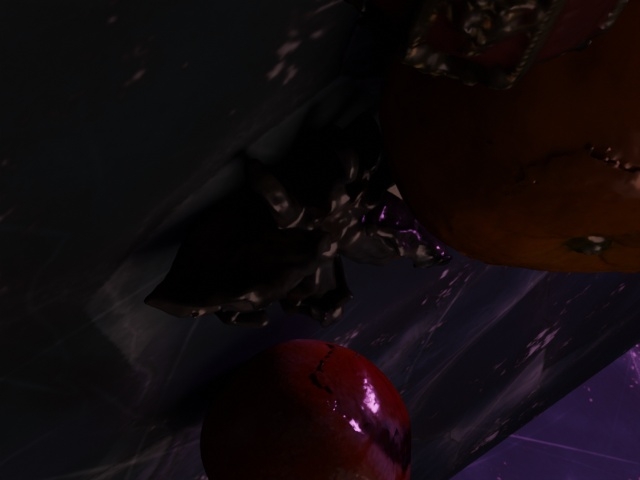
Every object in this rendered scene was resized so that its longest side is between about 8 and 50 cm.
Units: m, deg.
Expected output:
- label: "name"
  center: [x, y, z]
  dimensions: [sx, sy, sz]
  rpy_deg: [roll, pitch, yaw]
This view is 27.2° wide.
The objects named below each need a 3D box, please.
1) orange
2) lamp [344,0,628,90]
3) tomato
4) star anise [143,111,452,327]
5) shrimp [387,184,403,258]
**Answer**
- label: "orange"
  center: [0.178, -0.096, 0.898]
  dimensions: [0.283, 0.226, 0.284]
  rpy_deg: [-3, 161, -1]
- label: "lamp"
  center: [0.103, -0.200, 0.655]
  dimensions: [0.177, 0.177, 0.274]
  rpy_deg: [-30, 156, -30]
- label: "tomato"
  center: [-0.006, 0.195, 1.259]
  dimensions: [0.184, 0.208, 0.208]
  rpy_deg: [-29, 169, 29]
- label: "star anise"
  center: [0.003, 0.000, 0.996]
  dimensions: [0.198, 0.111, 0.257]
  rpy_deg: [-44, 155, 10]
- label: "shrimp"
  center: [0.112, -0.054, 1.182]
  dimensions: [0.217, 0.051, 0.115]
  rpy_deg: [-39, 160, 1]
